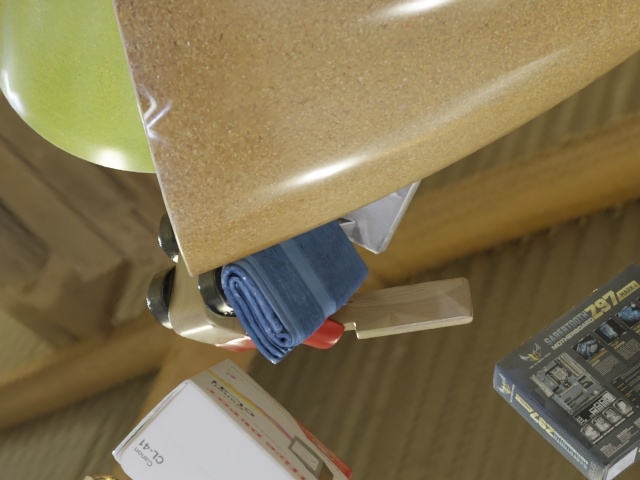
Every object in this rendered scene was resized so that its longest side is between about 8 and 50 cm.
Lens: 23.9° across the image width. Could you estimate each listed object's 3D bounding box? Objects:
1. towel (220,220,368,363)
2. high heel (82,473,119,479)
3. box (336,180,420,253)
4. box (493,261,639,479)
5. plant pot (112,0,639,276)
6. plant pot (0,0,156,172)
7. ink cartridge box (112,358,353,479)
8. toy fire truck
[{"bbox_3d":[-0.017,0.022,0.904,0.029,0.067,0.119,-29,-175,32],"label":"towel"},{"bbox_3d":[-0.114,0.280,1.299,0.261,0.186,0.093,-133,-123,-63],"label":"high heel"},{"bbox_3d":[0.047,-0.126,1.866,0.231,0.183,0.056,-63,169,9],"label":"box"},{"bbox_3d":[0.347,0.153,1.765,0.233,0.059,0.183,-34,-121,-21],"label":"box"},{"bbox_3d":[0.030,-0.127,0.736,0.254,0.237,0.237,-14,-150,-4],"label":"plant pot"},{"bbox_3d":[-0.126,-0.244,1.168,0.293,0.275,0.274,103,8,-60],"label":"plant pot"},{"bbox_3d":[-0.091,0.264,1.766,0.131,0.226,0.306,-47,176,2],"label":"ink cartridge box"},{"bbox_3d":[0.000,0.000,1.351,0.158,0.246,0.217,-18,-122,52],"label":"toy fire truck"}]
